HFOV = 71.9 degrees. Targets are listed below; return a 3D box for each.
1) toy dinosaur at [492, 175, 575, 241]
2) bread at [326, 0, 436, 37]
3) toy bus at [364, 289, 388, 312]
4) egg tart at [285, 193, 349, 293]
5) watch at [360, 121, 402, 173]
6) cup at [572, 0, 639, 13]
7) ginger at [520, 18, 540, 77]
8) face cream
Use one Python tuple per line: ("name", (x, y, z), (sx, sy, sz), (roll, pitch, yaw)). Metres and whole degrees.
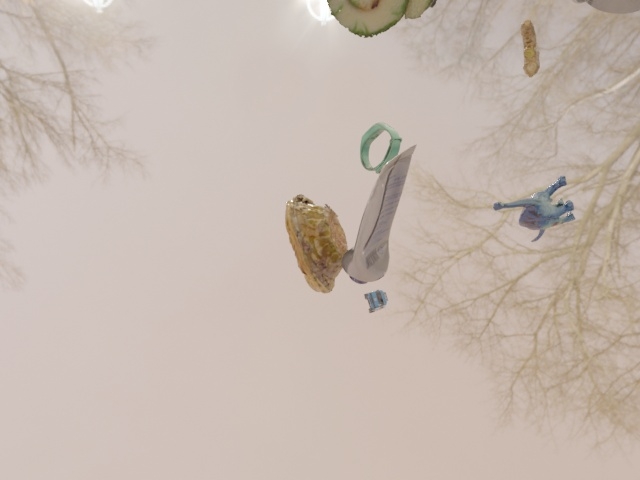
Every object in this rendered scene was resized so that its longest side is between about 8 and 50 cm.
("toy dinosaur", (0.507, -0.063, 1.000), (0.329, 0.144, 0.077), (19, -132, -50))
("bread", (0.190, -0.822, 1.366), (0.381, 0.366, 0.129), (24, -135, -5))
("toy bus", (0.122, 0.132, 0.960), (0.045, 0.083, 0.038), (-17, -105, 2))
("egg tart", (0.000, 0.000, 1.442), (0.149, 0.352, 0.352), (-21, -141, 13))
("watch", (0.260, -0.412, 1.950), (0.068, 0.237, 0.195), (-5, -110, -35))
("cup", (0.836, -0.807, 1.183), (0.322, 0.327, 0.237), (-27, -110, 2))
("ginger", (0.638, -0.588, 1.349), (0.051, 0.174, 0.069), (-2, -145, 41))
("face cream", (0.164, -0.050, 1.239), (0.137, 0.421, 0.234), (29, -144, 20))
